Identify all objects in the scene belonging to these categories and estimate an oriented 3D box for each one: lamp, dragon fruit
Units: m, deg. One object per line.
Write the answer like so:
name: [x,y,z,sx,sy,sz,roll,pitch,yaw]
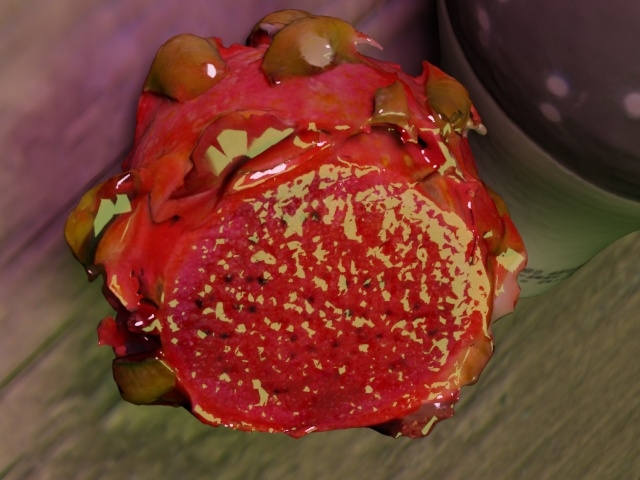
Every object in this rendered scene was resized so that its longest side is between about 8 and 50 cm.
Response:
lamp: [0.099,-0.055,0.636,0.182,0.182,0.314,-17,149,-49]
dragon fruit: [0.000,0.000,0.594,0.133,0.150,0.207,-27,169,13]
